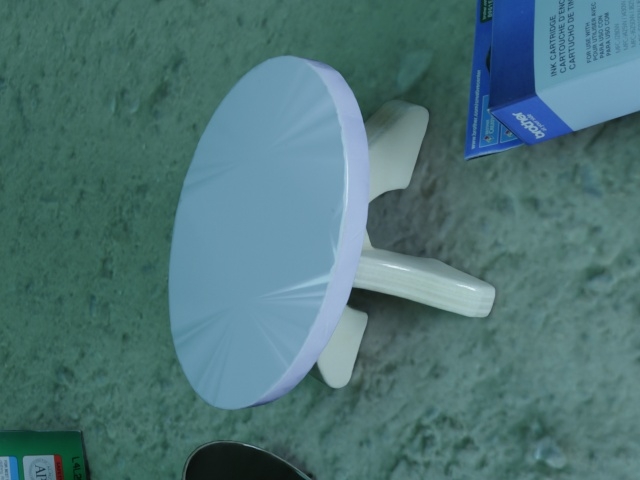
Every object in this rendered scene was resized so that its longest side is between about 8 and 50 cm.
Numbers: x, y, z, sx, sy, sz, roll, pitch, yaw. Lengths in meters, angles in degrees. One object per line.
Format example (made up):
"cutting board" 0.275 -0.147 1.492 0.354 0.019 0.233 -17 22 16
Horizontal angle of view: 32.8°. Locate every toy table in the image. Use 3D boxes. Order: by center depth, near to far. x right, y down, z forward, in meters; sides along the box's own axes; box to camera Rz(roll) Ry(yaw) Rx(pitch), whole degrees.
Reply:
"toy table" 0.000 0.000 0.875 0.252 0.161 0.274 40 114 35

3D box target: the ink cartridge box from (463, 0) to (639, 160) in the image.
"ink cartridge box" 0.215 -0.179 0.723 0.311 0.065 0.186 -18 53 41

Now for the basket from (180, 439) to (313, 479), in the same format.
"basket" -0.081 0.327 0.943 0.204 0.154 0.227 44 119 31

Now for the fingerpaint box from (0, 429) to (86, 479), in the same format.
"fingerpaint box" -0.401 0.467 1.189 0.371 0.163 0.445 -27 66 37
